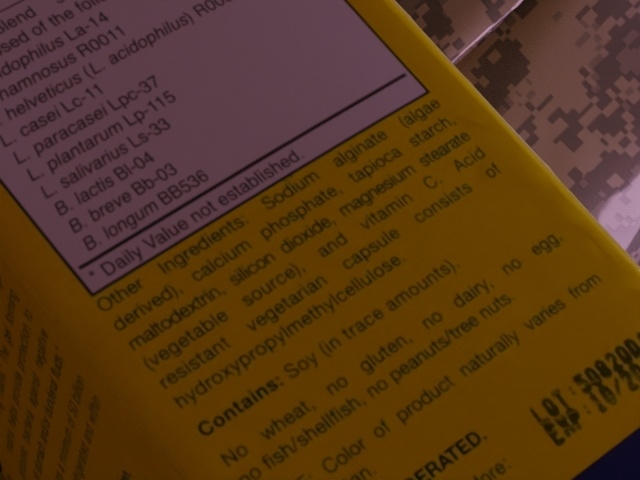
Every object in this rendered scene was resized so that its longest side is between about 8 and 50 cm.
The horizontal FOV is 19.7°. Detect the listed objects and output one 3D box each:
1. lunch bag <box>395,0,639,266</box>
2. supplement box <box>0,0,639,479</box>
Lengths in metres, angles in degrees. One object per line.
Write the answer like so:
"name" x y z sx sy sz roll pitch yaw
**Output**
"lunch bag" 0.149 -0.095 1.021 0.305 0.256 0.212 -42 163 8
"supplement box" -0.037 0.024 0.738 0.194 0.356 0.195 -32 161 -27
